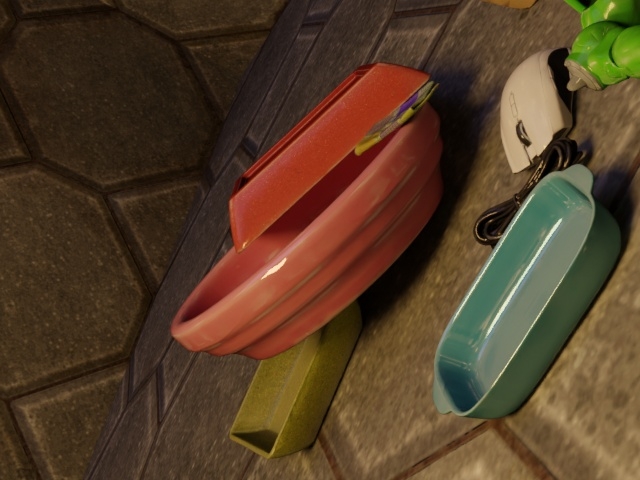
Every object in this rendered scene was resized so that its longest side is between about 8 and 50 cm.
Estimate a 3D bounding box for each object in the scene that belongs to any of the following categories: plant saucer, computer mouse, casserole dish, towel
[{"bbox_3d":[0.000,0.000,0.973,0.332,0.084,0.332,-42,8,7],"label":"plant saucer"},{"bbox_3d":[0.163,-0.089,0.787,0.106,0.042,0.193,-51,18,44],"label":"computer mouse"},{"bbox_3d":[-0.020,0.136,1.042,0.188,0.045,0.188,-66,14,-11],"label":"plant saucer"},{"bbox_3d":[0.137,0.039,0.661,0.188,0.037,0.114,-61,14,13],"label":"casserole dish"},{"bbox_3d":[-0.007,-0.107,1.088,0.258,0.048,0.259,-43,9,4],"label":"plant saucer"},{"bbox_3d":[0.066,-0.108,0.889,0.083,0.009,0.060,-34,12,45],"label":"towel"}]

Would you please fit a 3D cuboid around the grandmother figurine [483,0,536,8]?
[{"bbox_3d":[0.238,-0.405,0.986,0.208,0.104,0.342,-21,47,58],"label":"grandmother figurine"}]

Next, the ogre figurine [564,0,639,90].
[{"bbox_3d":[0.216,-0.164,0.626,0.118,0.097,0.197,-26,50,50],"label":"ogre figurine"}]
